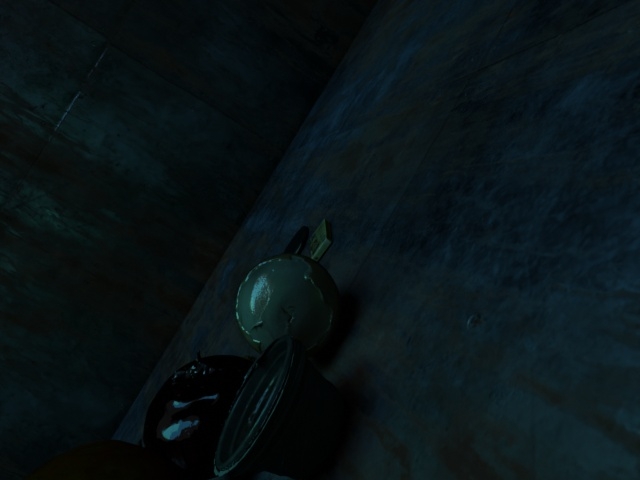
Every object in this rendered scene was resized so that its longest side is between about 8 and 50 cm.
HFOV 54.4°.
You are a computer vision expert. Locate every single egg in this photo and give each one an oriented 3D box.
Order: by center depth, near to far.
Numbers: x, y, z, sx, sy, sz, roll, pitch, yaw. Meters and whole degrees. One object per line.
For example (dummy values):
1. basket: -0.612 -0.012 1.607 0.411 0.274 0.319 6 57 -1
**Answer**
1. egg: -0.061 0.124 1.195 0.201 0.201 0.244 -57 2 3

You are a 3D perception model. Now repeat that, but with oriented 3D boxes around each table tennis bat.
1. table tennis bat: -0.084 0.046 1.804 0.154 0.021 0.274 -53 13 19

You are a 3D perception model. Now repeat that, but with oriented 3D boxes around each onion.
1. onion: -0.234 0.321 1.223 0.273 0.285 0.273 -17 32 11

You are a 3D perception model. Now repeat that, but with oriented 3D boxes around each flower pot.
1. flower pot: -0.052 0.274 0.960 0.235 0.141 0.235 -53 13 18

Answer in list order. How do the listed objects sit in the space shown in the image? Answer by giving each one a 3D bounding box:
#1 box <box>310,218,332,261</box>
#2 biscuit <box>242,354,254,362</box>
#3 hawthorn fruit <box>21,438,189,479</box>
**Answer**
1. box: 0.000 0.000 1.610 0.073 0.020 0.149 -53 15 17
2. biscuit: -0.253 0.407 1.547 0.172 0.029 0.254 -36 25 40
3. hawthorn fruit: -0.352 0.498 0.999 0.402 0.403 0.402 -53 15 21
